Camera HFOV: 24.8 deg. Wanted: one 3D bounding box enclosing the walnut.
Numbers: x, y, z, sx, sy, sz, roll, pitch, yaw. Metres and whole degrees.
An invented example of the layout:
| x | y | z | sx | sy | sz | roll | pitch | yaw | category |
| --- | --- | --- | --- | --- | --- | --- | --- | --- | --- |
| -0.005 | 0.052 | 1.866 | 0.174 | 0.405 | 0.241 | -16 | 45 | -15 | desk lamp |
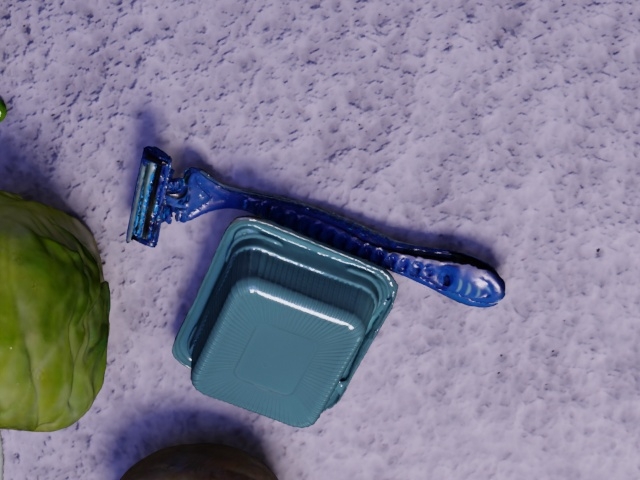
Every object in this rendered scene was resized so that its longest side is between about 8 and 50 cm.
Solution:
| x | y | z | sx | sy | sz | roll | pitch | yaw | category |
| --- | --- | --- | --- | --- | --- | --- | --- | --- | --- |
| -0.107 | 0.246 | 1.284 | 0.162 | 0.140 | 0.140 | -8 | 105 | 2 | walnut |

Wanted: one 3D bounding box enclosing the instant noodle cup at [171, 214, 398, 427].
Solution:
| x | y | z | sx | sy | sz | roll | pitch | yaw | category |
| --- | --- | --- | --- | --- | --- | --- | --- | --- | --- |
| -0.034 | 0.080 | 1.231 | 0.157 | 0.070 | 0.179 | 22 | 124 | -7 | instant noodle cup |

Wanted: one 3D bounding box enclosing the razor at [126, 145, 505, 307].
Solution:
| x | y | z | sx | sy | sz | roll | pitch | yaw | category |
| --- | --- | --- | --- | --- | --- | --- | --- | --- | --- |
| 0.001 | -0.007 | 1.238 | 0.324 | 0.056 | 0.093 | 15 | 124 | 0 | razor |

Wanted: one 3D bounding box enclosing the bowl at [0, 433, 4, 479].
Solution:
| x | y | z | sx | sy | sz | roll | pitch | yaw | category |
| --- | --- | --- | --- | --- | --- | --- | --- | --- | --- |
| -0.521 | 0.219 | 1.301 | 0.435 | 0.196 | 0.434 | 2 | 107 | 7 | bowl |

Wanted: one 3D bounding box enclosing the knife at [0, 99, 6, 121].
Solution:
| x | y | z | sx | sy | sz | roll | pitch | yaw | category |
| --- | --- | --- | --- | --- | --- | --- | --- | --- | --- |
| -0.373 | -0.088 | 1.283 | 0.212 | 0.015 | 0.054 | -11 | 105 | 11 | knife |

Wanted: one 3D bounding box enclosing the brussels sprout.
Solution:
| x | y | z | sx | sy | sz | roll | pitch | yaw | category |
| --- | --- | --- | --- | --- | --- | --- | --- | --- | --- |
| -0.261 | 0.057 | 1.206 | 0.161 | 0.223 | 0.223 | -15 | 104 | 7 | brussels sprout |
